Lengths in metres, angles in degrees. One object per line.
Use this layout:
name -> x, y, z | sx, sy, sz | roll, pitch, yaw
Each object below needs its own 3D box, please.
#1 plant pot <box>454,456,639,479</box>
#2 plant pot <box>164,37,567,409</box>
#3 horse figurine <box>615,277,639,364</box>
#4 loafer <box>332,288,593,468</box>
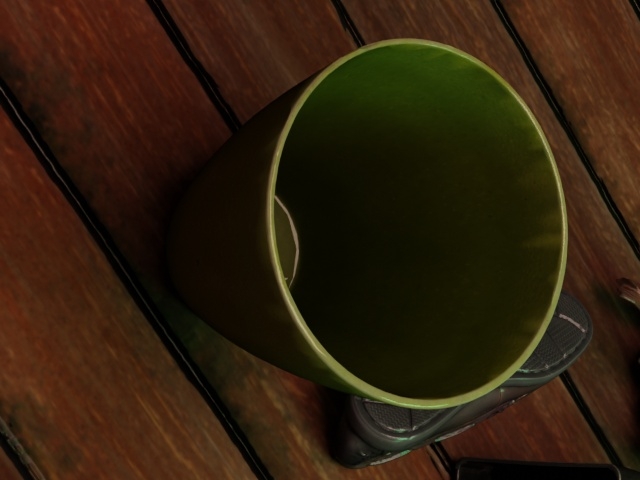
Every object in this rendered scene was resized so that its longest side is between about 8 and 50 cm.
plant pot -> 0.248, 0.301, 1.514 | 0.167, 0.187, 0.188 | 8, 81, -45
plant pot -> 0.000, 0.000, 1.306 | 0.275, 0.293, 0.274 | 4, 82, -32
horse figurine -> 0.357, 0.168, 1.630 | 0.174, 0.066, 0.263 | 33, 49, -69
loafer -> 0.128, 0.127, 1.514 | 0.303, 0.095, 0.109 | -23, 67, -37
